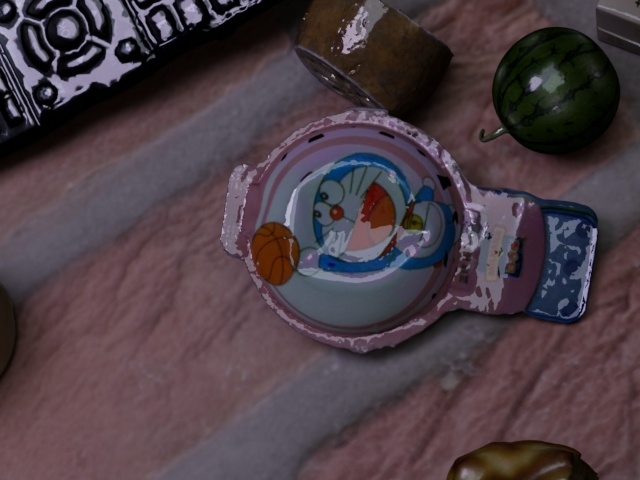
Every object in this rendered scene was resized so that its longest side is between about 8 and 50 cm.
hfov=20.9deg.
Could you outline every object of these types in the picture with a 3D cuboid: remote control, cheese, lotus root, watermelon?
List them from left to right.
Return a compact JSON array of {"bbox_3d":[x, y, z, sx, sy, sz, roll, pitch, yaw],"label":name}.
[{"bbox_3d":[-0.179,-0.188,1.419,0.398,0.062,0.145,-27,83,9],"label":"remote control"},{"bbox_3d":[0.038,-0.154,1.369,0.122,0.112,0.081,36,86,20],"label":"lotus root"},{"bbox_3d":[0.067,-0.003,1.323,0.286,0.074,0.189,10,86,2],"label":"cheese"},{"bbox_3d":[0.178,-0.112,1.335,0.109,0.109,0.109,-4,69,9],"label":"watermelon"}]

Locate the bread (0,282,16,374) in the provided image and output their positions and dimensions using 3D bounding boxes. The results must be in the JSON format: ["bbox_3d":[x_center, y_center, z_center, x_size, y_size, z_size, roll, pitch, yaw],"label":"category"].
[{"bbox_3d":[-0.324,0.054,1.342,0.148,0.141,0.134,9,72,13],"label":"bread"}]

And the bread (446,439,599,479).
[{"bbox_3d":[0.138,0.226,1.148,0.096,0.222,0.181,-2,78,14],"label":"bread"}]

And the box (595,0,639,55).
[{"bbox_3d":[0.334,-0.191,1.358,0.201,0.058,0.141,23,75,17],"label":"box"}]
